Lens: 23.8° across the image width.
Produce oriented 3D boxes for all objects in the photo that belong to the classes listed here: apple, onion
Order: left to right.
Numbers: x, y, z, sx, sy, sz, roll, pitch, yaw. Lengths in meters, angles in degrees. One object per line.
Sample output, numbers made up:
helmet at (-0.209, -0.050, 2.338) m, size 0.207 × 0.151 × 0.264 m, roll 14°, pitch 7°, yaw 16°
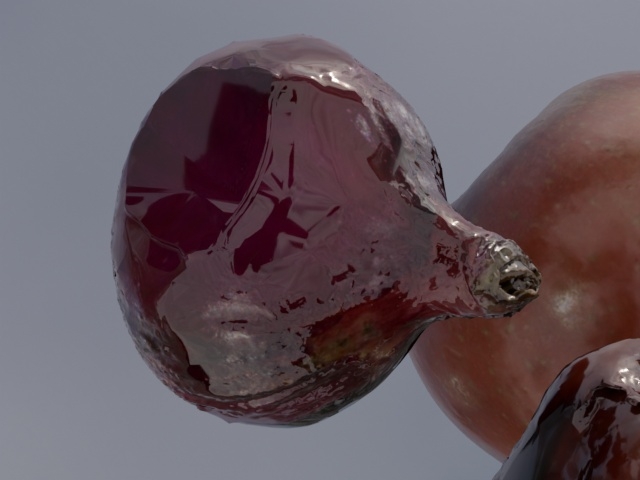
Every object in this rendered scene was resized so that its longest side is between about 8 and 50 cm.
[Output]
onion at (0.000, 0.000, 0.737) m, size 0.140 × 0.218 × 0.195 m, roll 33°, pitch -105°, yaw -54°
apple at (0.233, 0.035, 1.202) m, size 0.277 × 0.348 × 0.348 m, roll 44°, pitch -91°, yaw 5°

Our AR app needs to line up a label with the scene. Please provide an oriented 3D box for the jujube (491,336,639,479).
jujube at (0.151, 0.187, 0.695) m, size 0.197 × 0.197 × 0.290 m, roll -6°, pitch -61°, yaw -19°
